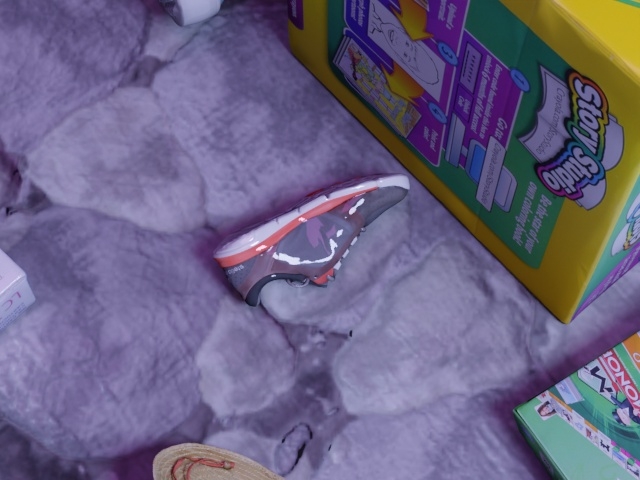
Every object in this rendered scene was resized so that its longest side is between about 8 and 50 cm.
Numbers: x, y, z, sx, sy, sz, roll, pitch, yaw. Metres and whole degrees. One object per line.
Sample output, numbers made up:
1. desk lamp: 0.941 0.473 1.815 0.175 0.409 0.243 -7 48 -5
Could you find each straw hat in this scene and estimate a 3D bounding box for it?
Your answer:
1. straw hat: -0.061 0.205 1.119 0.144 0.144 0.061 32 110 11

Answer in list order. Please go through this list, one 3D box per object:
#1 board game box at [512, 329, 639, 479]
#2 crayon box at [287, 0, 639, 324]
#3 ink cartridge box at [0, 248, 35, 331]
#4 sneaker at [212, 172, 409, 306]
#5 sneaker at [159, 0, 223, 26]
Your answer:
1. board game box: 0.305 0.183 1.096 0.213 0.046 0.317 -32 60 -4
2. crayon box: 0.116 -0.139 1.098 0.106 0.363 0.313 -41 74 -15
3. ink cartridge box: -0.381 -0.006 1.203 0.311 0.065 0.186 43 74 12
4. sneaker: 0.000 0.000 1.217 0.158 0.061 0.065 -25 98 -9
5. sneaker: -0.097 -0.345 1.301 0.150 0.135 0.366 -13 70 -2
